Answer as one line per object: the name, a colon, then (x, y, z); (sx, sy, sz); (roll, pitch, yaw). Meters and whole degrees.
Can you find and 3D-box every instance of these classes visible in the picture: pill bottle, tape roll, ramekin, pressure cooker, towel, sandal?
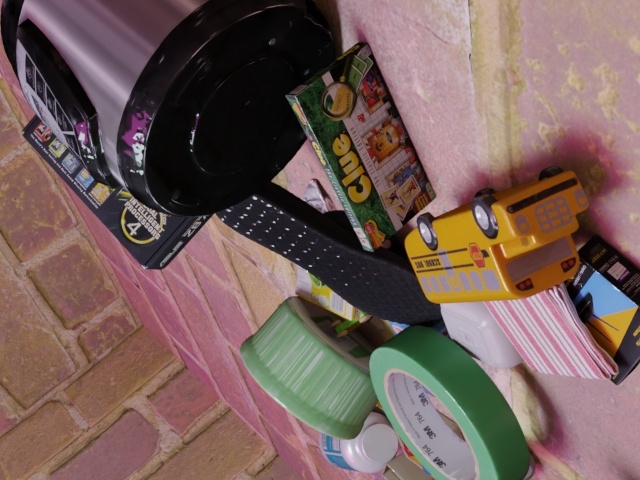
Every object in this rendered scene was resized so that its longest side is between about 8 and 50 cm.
pill bottle: (0.100, 0.494, 2.220); (0.146, 0.146, 0.264); (52, 160, -3)
tape roll: (0.214, 0.299, 1.548); (0.321, 0.077, 0.321); (46, 156, 28)
ramekin: (0.000, 0.248, 1.845); (0.303, 0.148, 0.303); (36, -170, -7)
pressure cooker: (-0.235, -0.279, 1.291); (0.420, 0.370, 0.375); (42, -161, 25)
towel: (0.296, 0.117, 1.196); (0.144, 0.029, 0.197); (55, 163, -6)
sandal: (0.038, 0.000, 1.479); (0.446, 0.107, 0.167); (33, 147, -19)

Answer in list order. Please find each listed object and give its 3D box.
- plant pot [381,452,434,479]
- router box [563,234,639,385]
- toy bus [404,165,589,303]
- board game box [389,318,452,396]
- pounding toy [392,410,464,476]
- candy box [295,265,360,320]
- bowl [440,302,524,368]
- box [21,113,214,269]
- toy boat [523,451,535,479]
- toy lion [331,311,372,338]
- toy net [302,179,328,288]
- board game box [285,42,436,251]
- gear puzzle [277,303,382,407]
plant pot: (0.220, 0.544, 2.125); (0.109, 0.096, 0.109); (43, 158, 18)
router box: (0.356, 0.090, 1.122); (0.133, 0.046, 0.179); (44, 158, 22)
toy bus: (0.213, 0.003, 1.127); (0.130, 0.108, 0.332); (68, 165, -1)
board game box: (0.214, 0.218, 1.657); (0.160, 0.039, 0.211); (18, 143, 56)
pounding toy: (0.226, 0.448, 1.949); (0.181, 0.094, 0.206); (28, 149, 47)
candy box: (0.015, 0.081, 1.787); (0.206, 0.027, 0.105); (21, 106, 55)
bowl: (0.248, 0.138, 1.429); (0.142, 0.053, 0.142); (25, 146, 49)
box: (-0.348, -0.188, 1.764); (0.395, 0.318, 0.097); (47, -171, 13)
toy boat: (0.371, 0.513, 1.721); (0.267, 0.148, 0.318); (38, 164, 43)
toy lion: (0.075, 0.158, 1.800); (0.100, 0.096, 0.034); (-38, 73, 31)
toy net: (0.000, 0.000, 1.667); (0.122, 0.045, 0.232); (46, 155, 51)
board game box: (0.062, -0.125, 1.249); (0.030, 0.136, 0.260); (22, 146, 56)
gear puzzle: (0.031, 0.273, 2.150); (0.339, 0.044, 0.175); (38, 155, 24)
